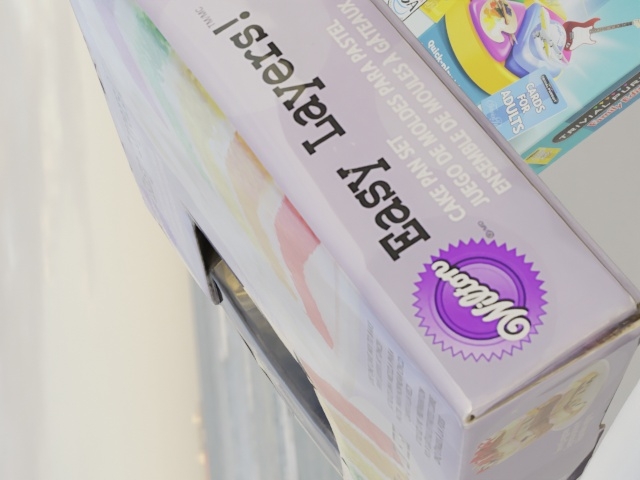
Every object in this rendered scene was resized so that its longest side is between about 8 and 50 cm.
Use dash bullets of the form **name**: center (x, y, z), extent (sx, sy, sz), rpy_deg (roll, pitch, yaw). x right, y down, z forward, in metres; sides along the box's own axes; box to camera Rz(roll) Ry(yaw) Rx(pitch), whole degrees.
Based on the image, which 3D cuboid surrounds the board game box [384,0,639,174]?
- **board game box**: center (0.246, -0.247, 1.351), extent (0.079, 0.336, 0.254), rpy_deg (8, -131, -53)

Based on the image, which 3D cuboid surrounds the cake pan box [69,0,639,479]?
- **cake pan box**: center (0.000, 0.000, 0.494), extent (0.246, 0.070, 0.267), rpy_deg (55, 168, 22)

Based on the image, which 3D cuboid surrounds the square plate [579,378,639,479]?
- **square plate**: center (0.316, 0.213, 1.153), extent (0.344, 0.049, 0.347), rpy_deg (-59, 5, -3)
